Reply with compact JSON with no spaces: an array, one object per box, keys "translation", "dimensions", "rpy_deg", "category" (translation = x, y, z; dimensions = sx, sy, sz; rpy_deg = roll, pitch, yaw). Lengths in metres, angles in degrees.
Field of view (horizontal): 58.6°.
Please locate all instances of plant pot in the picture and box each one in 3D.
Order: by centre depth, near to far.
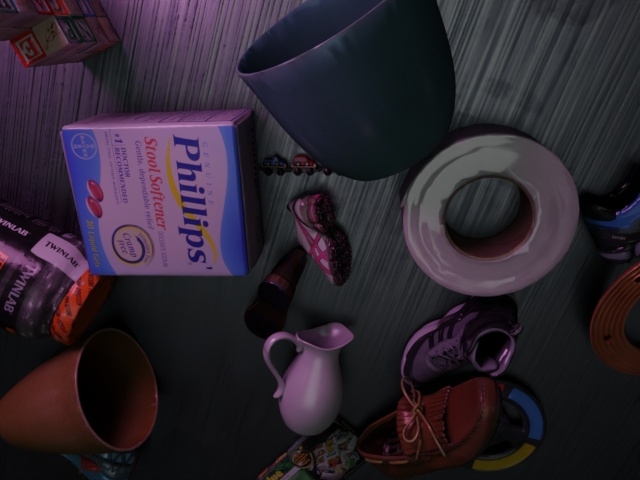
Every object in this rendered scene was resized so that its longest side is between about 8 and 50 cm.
[{"translation":[0.063,-0.233,0.841],"dimensions":[0.293,0.293,0.235],"rpy_deg":[-27,121,15],"category":"plant pot"},{"translation":[-0.497,0.324,1.130],"dimensions":[0.254,0.237,0.237],"rpy_deg":[-20,107,15],"category":"plant pot"}]

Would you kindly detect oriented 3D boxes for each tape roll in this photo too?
[{"translation":[0.278,-0.052,0.973],"dimensions":[0.286,0.100,0.286],"rpy_deg":[2,111,5],"category":"tape roll"}]

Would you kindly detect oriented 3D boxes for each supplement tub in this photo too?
[{"translation":[-0.571,0.046,1.045],"dimensions":[0.338,0.207,0.207],"rpy_deg":[27,111,-4],"category":"supplement tub"}]

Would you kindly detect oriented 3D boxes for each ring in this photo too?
[{"translation":[0.638,0.118,0.995],"dimensions":[0.337,0.032,0.336],"rpy_deg":[0,127,-1],"category":"ring"}]

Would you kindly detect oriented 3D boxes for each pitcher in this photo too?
[{"translation":[-0.036,0.268,1.105],"dimensions":[0.178,0.125,0.207],"rpy_deg":[4,108,-21],"category":"pitcher"}]

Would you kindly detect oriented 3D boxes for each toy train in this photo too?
[{"translation":[-0.032,-0.134,1.014],"dimensions":[0.158,0.027,0.036],"rpy_deg":[1,107,6],"category":"toy train"}]

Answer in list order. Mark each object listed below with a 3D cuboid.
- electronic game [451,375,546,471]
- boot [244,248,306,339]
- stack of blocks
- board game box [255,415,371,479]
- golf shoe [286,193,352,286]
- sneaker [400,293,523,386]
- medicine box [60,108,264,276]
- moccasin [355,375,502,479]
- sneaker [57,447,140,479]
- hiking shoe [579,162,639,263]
[{"translation":[0.338,0.375,1.156],"dimensions":[0.229,0.048,0.229],"rpy_deg":[2,111,6],"category":"electronic game"},{"translation":[-0.079,0.107,1.088],"dimensions":[0.082,0.106,0.219],"rpy_deg":[33,142,2],"category":"boot"},{"translation":[-0.432,-0.350,0.831],"dimensions":[0.087,0.297,0.171],"rpy_deg":[-22,106,13],"category":"stack of blocks"},{"translation":[-0.012,0.492,1.250],"dimensions":[0.136,0.030,0.259],"rpy_deg":[40,110,-11],"category":"board game box"},{"translation":[0.000,0.000,1.050],"dimensions":[0.086,0.067,0.186],"rpy_deg":[-3,116,39],"category":"golf shoe"},{"translation":[0.252,0.202,1.043],"dimensions":[0.101,0.153,0.268],"rpy_deg":[44,109,-10],"category":"sneaker"},{"translation":[-0.258,-0.084,0.993],"dimensions":[0.289,0.149,0.263],"rpy_deg":[0,111,7],"category":"medicine box"},{"translation":[0.190,0.342,1.059],"dimensions":[0.147,0.139,0.380],"rpy_deg":[26,145,-13],"category":"moccasin"},{"translation":[-0.509,0.427,1.258],"dimensions":[0.262,0.104,0.125],"rpy_deg":[38,78,3],"category":"sneaker"},{"translation":[0.577,-0.081,0.921],"dimensions":[0.304,0.113,0.132],"rpy_deg":[-33,105,17],"category":"hiking shoe"}]
